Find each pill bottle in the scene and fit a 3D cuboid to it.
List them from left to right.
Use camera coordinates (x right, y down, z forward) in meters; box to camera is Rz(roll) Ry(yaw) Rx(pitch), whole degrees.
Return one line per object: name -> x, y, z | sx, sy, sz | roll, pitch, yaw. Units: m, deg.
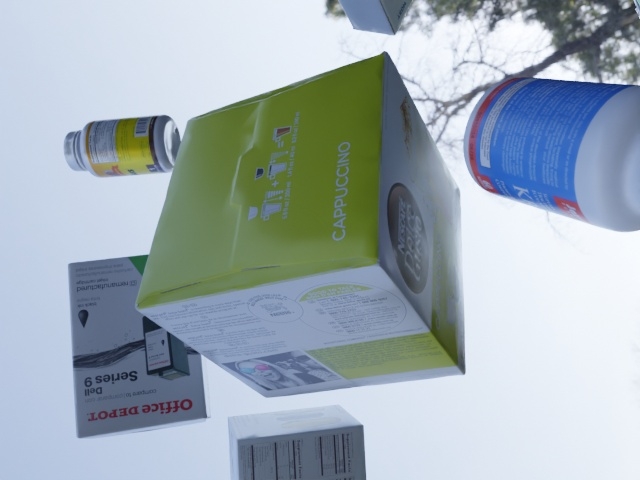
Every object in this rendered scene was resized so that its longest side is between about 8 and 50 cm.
pill bottle -> -0.399, -0.188, 1.251 | 0.117, 0.215, 0.117 | -3, -90, -81
pill bottle -> 0.242, -0.077, 0.549 | 0.124, 0.221, 0.124 | -9, -70, -25

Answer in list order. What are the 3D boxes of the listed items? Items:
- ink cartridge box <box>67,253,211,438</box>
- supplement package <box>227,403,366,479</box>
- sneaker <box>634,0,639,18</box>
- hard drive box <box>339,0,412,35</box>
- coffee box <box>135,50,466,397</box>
ink cartridge box -> -0.306, 0.178, 1.063 | 0.211, 0.121, 0.289 | -7, -105, -10
supplement package -> -0.055, 0.481, 1.322 | 0.262, 0.199, 0.198 | -2, -91, -14
sneaker -> 0.578, -0.435, 1.001 | 0.483, 0.185, 0.202 | 50, -124, -16
hard drive box -> 0.085, -0.469, 0.966 | 0.181, 0.089, 0.232 | -65, -30, -11
coffee box -> 0.000, 0.000, 0.902 | 0.334, 0.338, 0.338 | 49, -143, -47
